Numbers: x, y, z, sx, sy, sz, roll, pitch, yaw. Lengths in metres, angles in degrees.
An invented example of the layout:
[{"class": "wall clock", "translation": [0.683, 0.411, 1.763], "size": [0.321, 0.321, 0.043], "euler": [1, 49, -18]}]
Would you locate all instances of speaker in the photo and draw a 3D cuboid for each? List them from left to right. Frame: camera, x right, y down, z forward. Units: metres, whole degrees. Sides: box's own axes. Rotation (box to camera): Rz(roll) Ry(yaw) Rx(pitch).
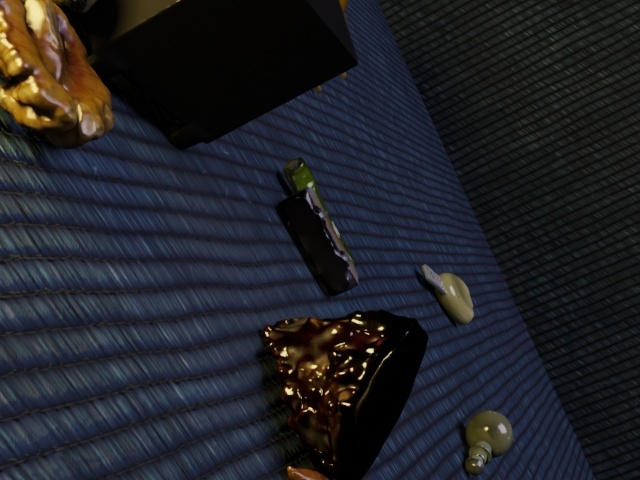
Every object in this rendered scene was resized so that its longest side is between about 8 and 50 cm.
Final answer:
[{"class": "speaker", "translation": [-0.127, -0.269, 1.059], "size": [0.232, 0.254, 0.184], "euler": [38, 32, -55]}]

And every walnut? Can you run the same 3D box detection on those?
[{"class": "walnut", "translation": [-0.257, -0.157, 0.832], "size": [0.170, 0.069, 0.143], "euler": [66, 13, 22]}]

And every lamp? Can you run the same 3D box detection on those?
[{"class": "lamp", "translation": [0.309, 0.389, 1.719], "size": [0.091, 0.091, 0.163], "euler": [62, 33, -7]}]

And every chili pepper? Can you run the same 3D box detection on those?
[{"class": "chili pepper", "translation": [-0.002, -0.037, 1.449], "size": [0.201, 0.050, 0.052], "euler": [62, 32, -11]}]

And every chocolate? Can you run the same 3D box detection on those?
[{"class": "chocolate", "translation": [0.005, 0.165, 1.093], "size": [0.177, 0.206, 0.224], "euler": [23, -8, 20]}]

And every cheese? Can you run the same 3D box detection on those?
[{"class": "cheese", "translation": [0.288, 0.115, 2.088], "size": [0.255, 0.050, 0.127], "euler": [35, 35, -55]}]

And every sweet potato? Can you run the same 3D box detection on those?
[{"class": "sweet potato", "translation": [-0.008, 0.275, 1.014], "size": [0.095, 0.034, 0.034], "euler": [37, 30, -35]}]

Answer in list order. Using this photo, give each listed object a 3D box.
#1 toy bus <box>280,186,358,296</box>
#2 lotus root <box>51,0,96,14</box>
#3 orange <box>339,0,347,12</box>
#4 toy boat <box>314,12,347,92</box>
[{"class": "toy bus", "translation": [0.000, 0.000, 1.390], "size": [0.172, 0.057, 0.072], "euler": [62, 12, -13]}, {"class": "lotus root", "translation": [-0.273, -0.295, 0.932], "size": [0.089, 0.080, 0.179], "euler": [31, 19, -54]}, {"class": "orange", "translation": [-0.057, -0.491, 1.708], "size": [0.237, 0.179, 0.158], "euler": [64, 14, -6]}, {"class": "toy boat", "translation": [-0.015, -0.506, 1.968], "size": [0.162, 0.136, 0.445], "euler": [40, 34, -46]}]
